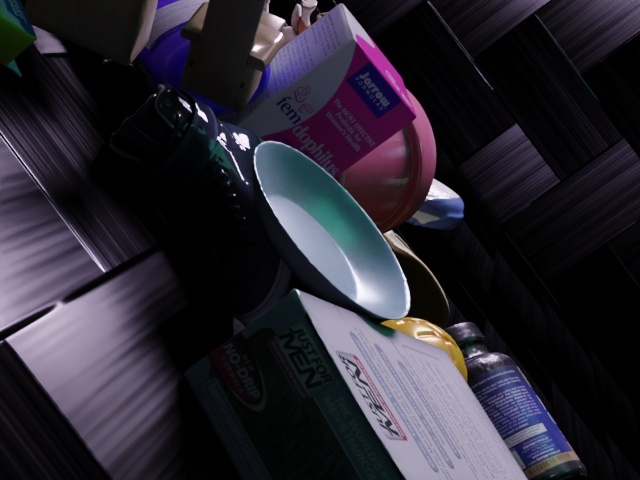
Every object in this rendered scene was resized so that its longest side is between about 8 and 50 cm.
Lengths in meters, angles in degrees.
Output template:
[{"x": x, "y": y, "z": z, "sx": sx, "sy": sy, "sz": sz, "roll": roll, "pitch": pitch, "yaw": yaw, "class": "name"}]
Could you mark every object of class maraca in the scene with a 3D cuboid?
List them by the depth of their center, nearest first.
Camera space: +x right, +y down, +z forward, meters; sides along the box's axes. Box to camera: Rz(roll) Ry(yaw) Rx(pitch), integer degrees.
[{"x": 0.094, "y": 0.134, "z": 1.394, "sx": 0.127, "sy": 0.099, "sz": 0.185, "roll": 38, "pitch": -7, "yaw": -3, "class": "maraca"}]

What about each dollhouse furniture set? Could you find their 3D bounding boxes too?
[{"x": -0.122, "y": -0.329, "z": 1.227, "sx": 0.303, "sy": 0.174, "sz": 0.355, "roll": 25, "pitch": 42, "yaw": 3, "class": "dollhouse furniture set"}]

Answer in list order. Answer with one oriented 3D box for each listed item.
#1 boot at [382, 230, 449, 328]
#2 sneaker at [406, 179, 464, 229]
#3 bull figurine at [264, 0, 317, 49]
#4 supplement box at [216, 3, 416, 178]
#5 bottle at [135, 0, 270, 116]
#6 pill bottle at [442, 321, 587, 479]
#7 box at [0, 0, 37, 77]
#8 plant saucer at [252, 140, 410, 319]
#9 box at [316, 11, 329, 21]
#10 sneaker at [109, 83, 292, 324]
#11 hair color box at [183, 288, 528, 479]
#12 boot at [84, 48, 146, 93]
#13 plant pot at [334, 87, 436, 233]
[{"x": 0.086, "y": 0.017, "z": 1.719, "sx": 0.213, "sy": 0.077, "sz": 0.165, "roll": 45, "pitch": 12, "yaw": -9, "class": "boot"}, {"x": 0.072, "y": -0.126, "z": 1.719, "sx": 0.296, "sy": 0.131, "sz": 0.112, "roll": 31, "pitch": 12, "yaw": 4, "class": "sneaker"}, {"x": -0.017, "y": -0.225, "z": 1.886, "sx": 0.310, "sy": 0.101, "sz": 0.188, "roll": -124, "pitch": -158, "yaw": -48, "class": "bull figurine"}, {"x": -0.027, "y": -0.120, "z": 1.339, "sx": 0.111, "sy": 0.220, "sz": 0.114, "roll": 47, "pitch": 14, "yaw": -25, "class": "supplement box"}, {"x": -0.139, "y": -0.205, "z": 1.374, "sx": 0.283, "sy": 0.118, "sz": 0.092, "roll": -133, "pitch": -157, "yaw": -63, "class": "bottle"}, {"x": 0.193, "y": 0.206, "z": 1.489, "sx": 0.219, "sy": 0.123, "sz": 0.123, "roll": 59, "pitch": 13, "yaw": 26, "class": "pill bottle"}, {"x": -0.292, "y": -0.208, "z": 1.017, "sx": 0.178, "sy": 0.042, "sz": 0.109, "roll": 33, "pitch": 24, "yaw": -57, "class": "box"}, {"x": 0.000, "y": 0.000, "z": 1.136, "sx": 0.195, "sy": 0.037, "sz": 0.195, "roll": 42, "pitch": 21, "yaw": -20, "class": "plant saucer"}, {"x": 0.024, "y": -0.215, "z": 1.982, "sx": 0.201, "sy": 0.021, "sz": 0.164, "roll": 98, "pitch": -28, "yaw": -48, "class": "box"}, {"x": -0.108, "y": -0.039, "z": 1.154, "sx": 0.163, "sy": 0.086, "sz": 0.226, "roll": 33, "pitch": 30, "yaw": -36, "class": "sneaker"}, {"x": 0.054, "y": 0.173, "z": 1.089, "sx": 0.185, "sy": 0.113, "sz": 0.374, "roll": 58, "pitch": 12, "yaw": 22, "class": "hair color box"}, {"x": -0.220, "y": -0.198, "z": 1.257, "sx": 0.121, "sy": 0.045, "sz": 0.099, "roll": 33, "pitch": 26, "yaw": -60, "class": "boot"}, {"x": 0.010, "y": -0.091, "z": 1.512, "sx": 0.201, "sy": 0.201, "sz": 0.180, "roll": 55, "pitch": 27, "yaw": 8, "class": "plant pot"}]
